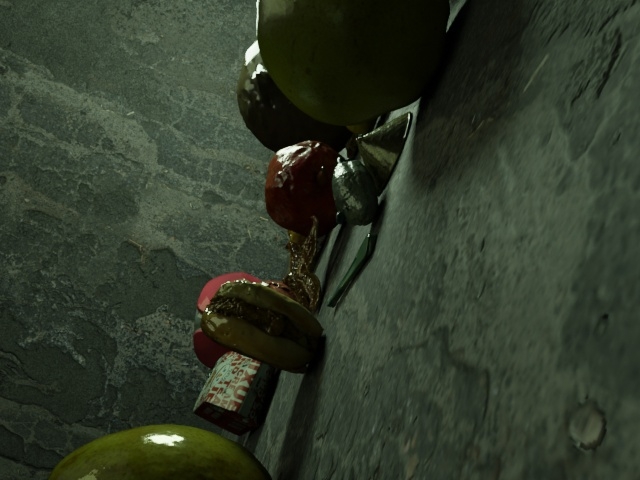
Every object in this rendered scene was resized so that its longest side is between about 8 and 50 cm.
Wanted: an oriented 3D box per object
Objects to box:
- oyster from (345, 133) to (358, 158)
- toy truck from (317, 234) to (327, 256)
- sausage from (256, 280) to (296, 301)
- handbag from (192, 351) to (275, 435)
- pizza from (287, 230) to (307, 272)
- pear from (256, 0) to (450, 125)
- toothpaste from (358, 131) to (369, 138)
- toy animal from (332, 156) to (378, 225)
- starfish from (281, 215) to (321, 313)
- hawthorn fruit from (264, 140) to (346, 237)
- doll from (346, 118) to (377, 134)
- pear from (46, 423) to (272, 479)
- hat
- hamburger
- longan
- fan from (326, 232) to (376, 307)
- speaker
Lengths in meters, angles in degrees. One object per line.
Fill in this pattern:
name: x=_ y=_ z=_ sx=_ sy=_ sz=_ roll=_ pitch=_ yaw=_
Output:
oyster: x=0.091 y=-0.255 z=1.851 sx=0.051 sy=0.034 sz=0.093 roll=-52 pitch=-19 yaw=-38
toy truck: x=0.000 y=0.000 z=1.766 sx=0.032 sy=0.024 sz=0.083 roll=-77 pitch=10 yaw=-82
sausage: x=-0.144 y=0.199 z=1.770 sx=0.279 sy=0.152 sz=0.152 roll=118 pitch=172 yaw=-55
handbag: x=-0.196 y=0.353 z=1.676 sx=0.171 sy=0.151 sz=0.298 roll=-65 pitch=6 yaw=-27
pizza: x=-0.057 y=-0.043 z=1.878 sx=0.287 sy=0.075 sz=0.279 roll=-103 pitch=19 yaw=-73
pear: x=0.042 y=-0.319 z=1.048 sx=0.294 sy=0.294 sz=0.294 roll=-159 pitch=90 yaw=-86
toothpaste: x=0.130 y=-0.349 z=1.718 sx=0.069 sy=0.047 sz=0.268 roll=-20 pitch=49 yaw=59
toy animal: x=0.046 y=-0.095 z=1.127 sx=0.253 sy=0.070 sz=0.079 roll=-107 pitch=29 yaw=-62
starfish: x=-0.037 y=0.066 z=1.412 sx=0.227 sy=0.043 sz=0.240 roll=31 pitch=110 yaw=62
hawthorn fruit: x=-0.012 y=-0.115 z=1.459 sx=0.243 sy=0.208 sz=0.207 roll=150 pitch=141 yaw=-76
doll: x=0.111 y=-0.349 z=1.521 sx=0.252 sy=0.111 sz=0.237 roll=-48 pitch=-18 yaw=-76
pear: x=-0.217 y=0.376 z=0.896 sx=0.304 sy=0.304 sz=0.303 roll=-159 pitch=90 yaw=-86
hat: x=0.088 y=-0.152 z=1.126 sx=0.146 sy=0.067 sz=0.146 roll=-159 pitch=90 yaw=-86
hamburger: x=-0.094 y=0.139 z=1.127 sx=0.214 sy=0.214 sz=0.108 roll=130 pitch=162 yaw=-77
longan: x=-0.038 y=-0.409 z=1.935 sx=0.391 sy=0.391 sz=0.391 roll=-159 pitch=90 yaw=-86
fan: x=0.043 y=0.052 z=1.040 sx=0.193 sy=0.016 sz=0.038 roll=118 pitch=170 yaw=-52
speaker: x=-0.245 y=0.247 z=2.015 sx=0.294 sy=0.294 sz=0.294 roll=-159 pitch=90 yaw=-86
